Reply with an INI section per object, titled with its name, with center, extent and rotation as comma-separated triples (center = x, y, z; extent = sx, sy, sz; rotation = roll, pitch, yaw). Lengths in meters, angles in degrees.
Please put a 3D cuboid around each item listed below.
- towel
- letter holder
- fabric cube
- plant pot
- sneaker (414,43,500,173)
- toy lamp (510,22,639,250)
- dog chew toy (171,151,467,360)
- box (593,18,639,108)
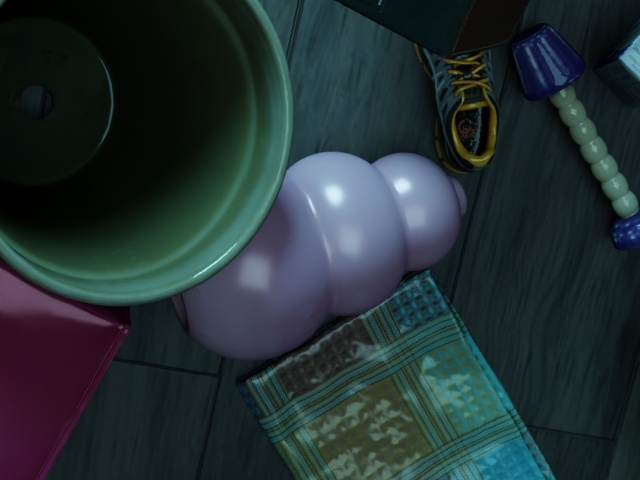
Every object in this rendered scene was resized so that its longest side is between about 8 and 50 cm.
[towel]
center = 0.106, 0.249, 1.452
extent = 0.271, 0.040, 0.370
rotation = -32, 105, -3
[letter holder]
center = 0.161, -0.355, 1.214
extent = 0.152, 0.214, 0.302
rotation = 31, 114, 18
[fabric cube]
center = -0.361, 0.093, 1.225
extent = 0.258, 0.259, 0.254
rotation = 27, 98, -15
[plant pot]
center = -0.229, -0.121, 1.169
extent = 0.323, 0.280, 0.323
rotation = -6, 102, -31
[sneaker]
center = 0.160, -0.176, 1.349
extent = 0.084, 0.083, 0.215
rotation = -14, 102, -5
[toy lamp]
center = 0.302, -0.120, 1.389
extent = 0.080, 0.080, 0.275
rotation = -35, 107, -1
[dog chew toy]
center = 0.000, 0.000, 1.306
extent = 0.331, 0.206, 0.207
rotation = -17, 104, -14
[box]
center = 0.383, -0.220, 1.352
extent = 0.072, 0.126, 0.137
rotation = 43, 92, -2
